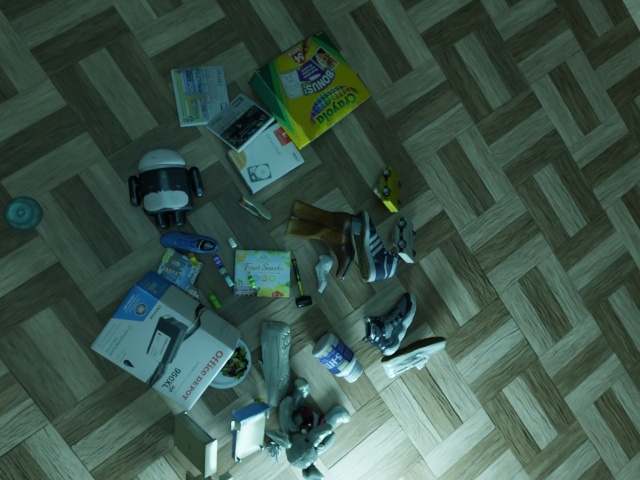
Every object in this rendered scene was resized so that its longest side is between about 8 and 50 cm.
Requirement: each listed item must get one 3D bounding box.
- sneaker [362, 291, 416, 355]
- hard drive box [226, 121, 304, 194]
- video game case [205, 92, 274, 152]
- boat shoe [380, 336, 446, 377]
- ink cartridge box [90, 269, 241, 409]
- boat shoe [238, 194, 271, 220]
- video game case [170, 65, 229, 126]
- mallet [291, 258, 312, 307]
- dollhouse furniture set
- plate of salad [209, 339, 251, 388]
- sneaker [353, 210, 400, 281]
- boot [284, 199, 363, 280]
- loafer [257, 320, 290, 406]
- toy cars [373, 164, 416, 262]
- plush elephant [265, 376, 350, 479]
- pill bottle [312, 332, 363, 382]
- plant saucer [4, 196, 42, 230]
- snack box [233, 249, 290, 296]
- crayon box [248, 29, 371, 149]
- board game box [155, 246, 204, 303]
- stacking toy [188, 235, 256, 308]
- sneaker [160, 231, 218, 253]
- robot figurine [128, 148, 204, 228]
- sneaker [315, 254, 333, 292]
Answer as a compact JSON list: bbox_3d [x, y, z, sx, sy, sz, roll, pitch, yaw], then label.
[{"bbox_3d":[0.267,0.308,2.004,0.153,0.101,0.268,26,85,-14],"label":"sneaker"},{"bbox_3d":[-0.209,-0.309,1.917,0.232,0.089,0.181,-35,97,-13],"label":"hard drive box"},{"bbox_3d":[-0.296,-0.435,1.874,0.173,0.022,0.190,39,74,16],"label":"video game case"},{"bbox_3d":[0.382,0.468,2.036,0.277,0.098,0.096,-21,94,-4],"label":"boat shoe"},{"bbox_3d":[-0.515,0.339,1.738,0.395,0.166,0.285,36,101,-9],"label":"ink cartridge box"},{"bbox_3d":[-0.248,-0.118,1.926,0.137,0.049,0.043,37,123,-12],"label":"boat shoe"},{"bbox_3d":[-0.444,-0.540,1.901,0.193,0.023,0.212,-10,91,-14],"label":"video game case"},{"bbox_3d":[-0.090,0.167,1.960,0.062,0.039,0.189,-21,89,-17],"label":"mallet"},{"bbox_3d":[-0.349,0.726,1.863,0.303,0.198,0.286,-12,116,-44],"label":"dollhouse furniture set"},{"bbox_3d":[-0.354,0.449,1.878,0.200,0.048,0.199,1,87,-14],"label":"plate of salad"},{"bbox_3d":[0.225,0.020,2.010,0.153,0.099,0.282,-2,81,-23],"label":"sneaker"},{"bbox_3d":[0.000,0.000,1.933,0.280,0.096,0.264,13,93,3],"label":"boot"},{"bbox_3d":[-0.177,0.457,1.903,0.111,0.112,0.319,3,92,23],"label":"loafer"},{"bbox_3d":[0.290,-0.099,2.021,0.087,0.176,0.393,-16,92,31],"label":"toy cars"},{"bbox_3d":[-0.052,0.704,1.830,0.330,0.255,0.272,-45,104,-9],"label":"plush elephant"},{"bbox_3d":[0.070,0.452,1.948,0.187,0.112,0.112,42,79,-9],"label":"pill bottle"},{"bbox_3d":[-1.022,-0.093,1.746,0.119,0.021,0.119,1,87,-14],"label":"plant saucer"},{"bbox_3d":[-0.221,0.122,1.909,0.207,0.070,0.174,3,88,-14],"label":"snack box"},{"bbox_3d":[-0.033,-0.570,1.917,0.363,0.106,0.313,-42,97,-27],"label":"crayon box"},{"bbox_3d":[-0.505,0.149,1.844,0.194,0.060,0.194,26,82,-12],"label":"board game box"},{"bbox_3d":[-0.348,0.109,1.823,0.167,0.052,0.221,-27,102,-6],"label":"stacking toy"},{"bbox_3d":[-0.475,0.006,1.846,0.209,0.082,0.069,8,88,-12],"label":"sneaker"},{"bbox_3d":[-0.544,-0.182,1.792,0.209,0.173,0.278,-10,91,-44],"label":"robot figurine"},{"bbox_3d":[0.004,0.127,1.977,0.061,0.054,0.152,16,77,-8],"label":"sneaker"}]
